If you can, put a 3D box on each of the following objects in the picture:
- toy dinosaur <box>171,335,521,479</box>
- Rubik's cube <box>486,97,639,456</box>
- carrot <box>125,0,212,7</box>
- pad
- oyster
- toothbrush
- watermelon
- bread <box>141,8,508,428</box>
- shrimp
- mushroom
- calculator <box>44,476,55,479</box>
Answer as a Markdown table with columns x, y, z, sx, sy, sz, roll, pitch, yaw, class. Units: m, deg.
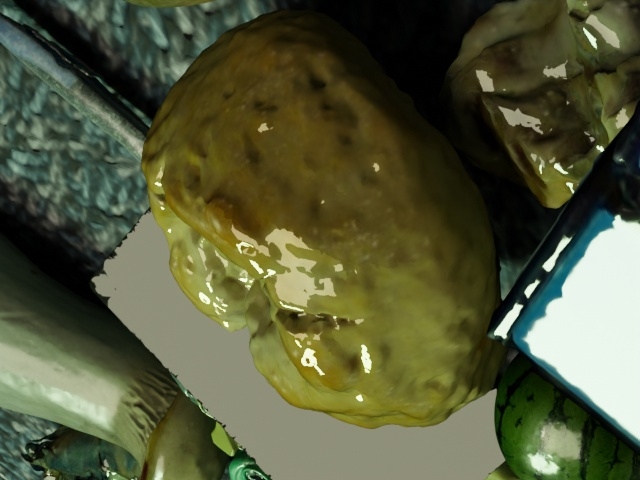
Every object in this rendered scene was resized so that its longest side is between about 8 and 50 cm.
| x | y | z | sx | sy | sz | roll | pitch | yaw | class |
| --- | --- | --- | --- | --- | --- | --- | --- | --- | --- |
| 0.014 | 0.132 | 1.127 | 0.259 | 0.094 | 0.153 | 19 | 143 | 21 | toy dinosaur |
| 0.267 | -0.036 | 0.482 | 0.283 | 0.293 | 0.288 | 38 | 145 | 8 | Rubik's cube |
| -0.083 | -0.246 | 0.782 | 0.138 | 0.139 | 0.302 | 20 | 139 | 33 | carrot |
| -0.010 | 0.068 | 1.060 | 0.265 | 0.009 | 0.159 | 46 | 117 | 6 | pad |
| 0.197 | 0.020 | 0.758 | 0.351 | 0.115 | 0.238 | 65 | 149 | 8 | oyster |
| -0.072 | -0.030 | 1.082 | 0.413 | 0.042 | 0.035 | 40 | -172 | 10 | toothbrush |
| 0.141 | 0.090 | 0.923 | 0.109 | 0.109 | 0.109 | 29 | 143 | 24 | watermelon |
| 0.000 | 0.000 | 0.901 | 0.244 | 0.134 | 0.244 | 52 | 168 | 15 | bread |
| -0.169 | 0.234 | 1.372 | 0.262 | 0.051 | 0.198 | -7 | 80 | 47 | shrimp |
| -0.193 | 0.086 | 1.295 | 0.328 | 0.122 | 0.159 | 29 | 179 | 25 | mushroom |
| -0.165 | 0.230 | 1.470 | 0.175 | 0.032 | 0.100 | 17 | 137 | 35 | calculator |
